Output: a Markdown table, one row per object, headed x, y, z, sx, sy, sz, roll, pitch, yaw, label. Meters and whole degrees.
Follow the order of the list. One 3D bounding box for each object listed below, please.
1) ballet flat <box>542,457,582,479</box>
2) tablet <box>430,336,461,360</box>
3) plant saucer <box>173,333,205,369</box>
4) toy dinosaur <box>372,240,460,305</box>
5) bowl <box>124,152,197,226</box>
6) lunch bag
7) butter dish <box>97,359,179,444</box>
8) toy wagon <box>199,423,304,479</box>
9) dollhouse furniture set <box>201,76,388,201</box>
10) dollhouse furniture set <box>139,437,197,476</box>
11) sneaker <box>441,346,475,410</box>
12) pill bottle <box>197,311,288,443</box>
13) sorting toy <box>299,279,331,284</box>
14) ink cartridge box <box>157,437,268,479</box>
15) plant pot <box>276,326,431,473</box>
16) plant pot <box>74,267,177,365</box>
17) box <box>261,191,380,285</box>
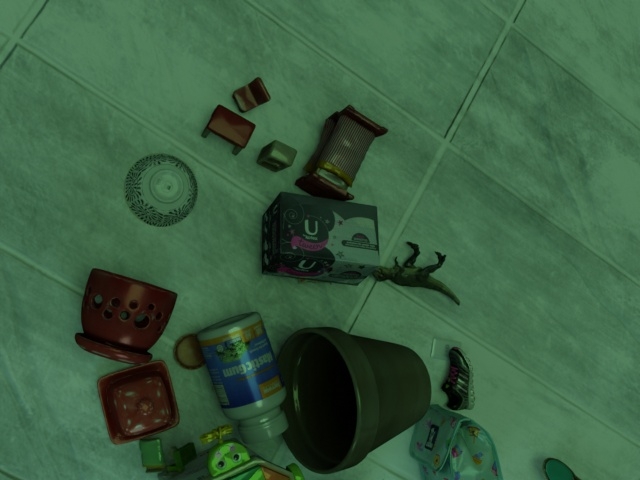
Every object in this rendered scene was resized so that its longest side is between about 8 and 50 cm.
| x | y | z | sx | sy | sz | roll | pitch | yaw | label |
| --- | --- | --- | --- | --- | --- | --- | --- | --- | --- |
| 0.654 | 0.645 | 2.159 | 0.206 | 0.067 | 0.073 | 41 | 77 | -11 | ballet flat |
| 0.325 | 0.282 | 2.092 | 0.083 | 0.006 | 0.054 | 13 | 82 | -20 | tablet |
| -0.295 | 0.255 | 1.858 | 0.083 | 0.013 | 0.083 | 2 | 86 | -21 | plant saucer |
| 0.252 | 0.075 | 2.051 | 0.268 | 0.064 | 0.118 | 17 | 95 | -19 | toy dinosaur |
| -0.352 | -0.119 | 1.827 | 0.170 | 0.080 | 0.170 | 2 | 85 | -21 | bowl |
| 0.326 | 0.534 | 1.960 | 0.160 | 0.223 | 0.262 | -16 | 92 | -15 | lunch bag |
| -0.388 | 0.357 | 1.762 | 0.160 | 0.118 | 0.160 | -14 | 92 | -21 | butter dish |
| -0.149 | 0.530 | 1.576 | 0.267 | 0.068 | 0.344 | -20 | 95 | -21 | toy wagon |
| -0.061 | -0.256 | 1.904 | 0.374 | 0.152 | 0.201 | 28 | 77 | -17 | dollhouse furniture set |
| -0.345 | 0.472 | 1.757 | 0.058 | 0.151 | 0.076 | -18 | 97 | -63 | dollhouse furniture set |
| 0.344 | 0.357 | 2.061 | 0.075 | 0.063 | 0.170 | -13 | 100 | -24 | sneaker |
| -0.166 | 0.311 | 1.830 | 0.152 | 0.152 | 0.272 | -20 | 93 | -20 | pill bottle |
| -0.009 | 0.066 | 1.969 | 0.083 | 0.045 | 0.075 | 2 | 67 | -20 | sorting toy |
| -0.204 | 0.573 | 1.735 | 0.198 | 0.270 | 0.197 | -22 | 96 | -20 | ink cartridge box |
| 0.093 | 0.347 | 1.865 | 0.280 | 0.323 | 0.323 | -3 | 87 | -36 | plant pot |
| -0.419 | 0.165 | 1.725 | 0.191 | 0.191 | 0.174 | 19 | 82 | -18 | plant pot |
| 0.000 | 0.000 | 1.893 | 0.247 | 0.142 | 0.163 | 8 | 63 | -19 | box |
